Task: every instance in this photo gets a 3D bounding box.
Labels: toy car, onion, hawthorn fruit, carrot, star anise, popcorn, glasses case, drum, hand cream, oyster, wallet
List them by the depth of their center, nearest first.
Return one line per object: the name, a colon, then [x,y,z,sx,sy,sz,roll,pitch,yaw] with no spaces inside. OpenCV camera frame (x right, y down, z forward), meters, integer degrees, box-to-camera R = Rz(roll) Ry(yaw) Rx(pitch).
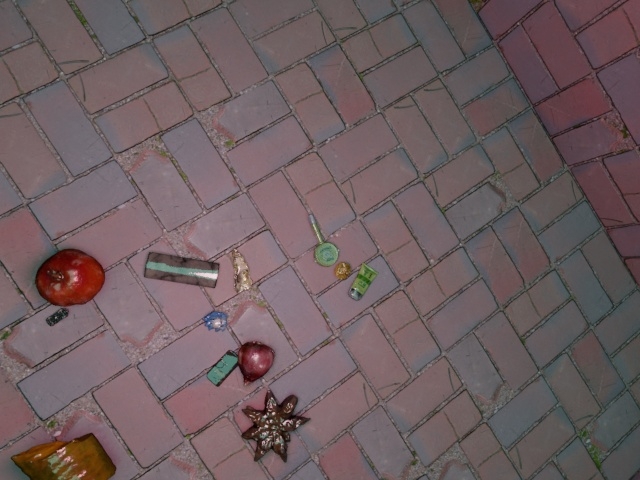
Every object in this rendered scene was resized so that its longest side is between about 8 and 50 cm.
carrot: [-0.948,0.860,1.582,0.242,0.241,0.340,-34,96,-13]
hawthorn fruit: [-0.982,0.144,1.614,0.242,0.272,0.241,2,79,-12]
toy car: [-1.070,0.311,1.705,0.093,0.025,0.041,-35,95,-10]
onion: [-0.289,0.534,1.804,0.160,0.159,0.194,20,82,-11]
glasses case: [-0.597,0.130,1.811,0.300,0.060,0.113,10,83,-12]
star anise: [-0.196,0.815,1.823,0.316,0.108,0.314,2,78,-10]
wallet: [-0.424,0.560,1.838,0.082,0.018,0.156,46,78,-6]
oyster: [-0.356,0.140,1.880,0.106,0.061,0.199,8,86,-30]
drum: [-0.016,0.012,1.960,0.130,0.049,0.253,-38,94,-13]
popcorn: [0.105,0.145,1.973,0.083,0.057,0.083,-19,93,-12]
hand cream: [0.197,0.203,1.995,0.095,0.046,0.174,35,77,-5]

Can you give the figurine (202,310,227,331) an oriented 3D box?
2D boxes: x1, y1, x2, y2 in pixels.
figurine: [-0.460,0.350,1.815,0.115,0.079,0.114,-6,132,-7]
